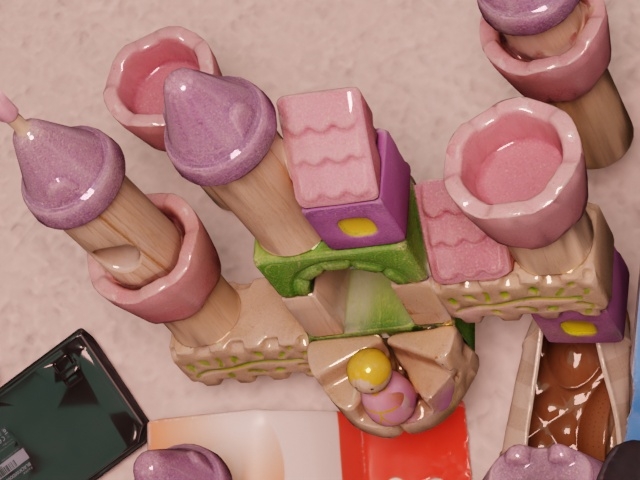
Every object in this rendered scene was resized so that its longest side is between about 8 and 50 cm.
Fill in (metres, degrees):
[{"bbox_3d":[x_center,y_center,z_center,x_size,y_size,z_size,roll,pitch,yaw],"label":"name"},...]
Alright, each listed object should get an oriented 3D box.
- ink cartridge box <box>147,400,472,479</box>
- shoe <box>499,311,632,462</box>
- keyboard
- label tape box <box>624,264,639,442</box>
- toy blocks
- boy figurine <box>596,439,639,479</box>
[{"bbox_3d":[-0.005,0.165,0.986,0.179,0.045,0.145,-8,74,14],"label":"ink cartridge box"},{"bbox_3d":[0.128,0.123,0.957,0.076,0.058,0.219,2,76,13],"label":"shoe"},{"bbox_3d":[-0.197,0.125,1.052,0.180,0.023,0.108,-36,77,1],"label":"keyboard"},{"bbox_3d":[0.282,-0.021,0.828,0.249,0.115,0.348,6,32,14],"label":"label tape box"},{"bbox_3d":[0.000,0.000,0.862,0.288,0.260,0.309,-6,60,21],"label":"toy blocks"},{"bbox_3d":[0.102,0.199,0.791,0.177,0.285,0.092,29,46,0],"label":"boy figurine"}]
